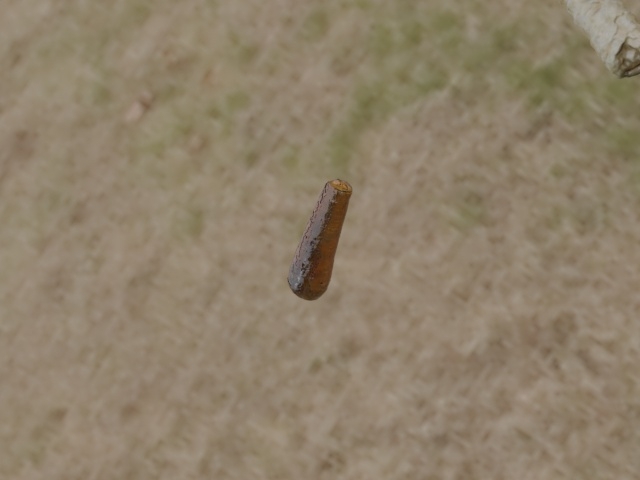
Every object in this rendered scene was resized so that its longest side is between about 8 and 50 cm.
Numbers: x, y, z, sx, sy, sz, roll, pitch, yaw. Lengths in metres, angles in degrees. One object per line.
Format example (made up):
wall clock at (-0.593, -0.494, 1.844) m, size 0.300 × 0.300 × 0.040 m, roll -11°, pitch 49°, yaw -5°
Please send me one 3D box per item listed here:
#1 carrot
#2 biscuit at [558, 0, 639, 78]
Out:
carrot at (0.000, 0.000, 2.087) m, size 0.055 × 0.055 × 0.161 m, roll -107°, pitch 30°, yaw -62°
biscuit at (0.277, -0.264, 1.729) m, size 0.061 × 0.055 × 0.219 m, roll -48°, pitch 60°, yaw 34°
